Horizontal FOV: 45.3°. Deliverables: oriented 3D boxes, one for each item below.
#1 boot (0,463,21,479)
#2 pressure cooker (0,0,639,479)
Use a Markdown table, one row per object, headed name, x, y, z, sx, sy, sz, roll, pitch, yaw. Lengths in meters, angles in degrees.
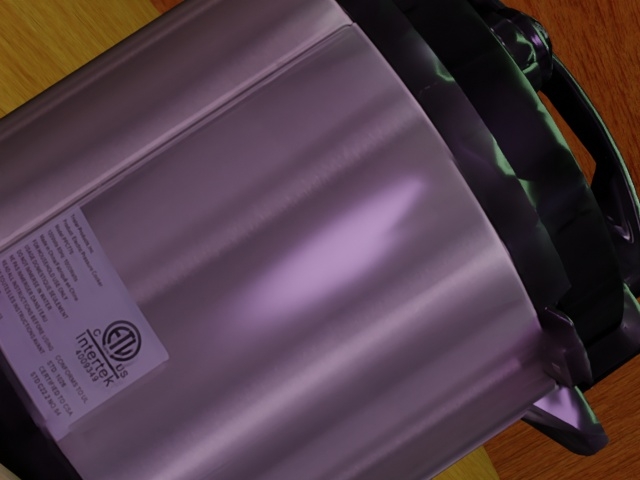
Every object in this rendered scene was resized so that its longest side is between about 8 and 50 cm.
| name | x | y | z | sx | sy | sz | roll | pitch | yaw |
| --- | --- | --- | --- | --- | --- | --- | --- | --- | --- |
| boot | -0.212 | 0.112 | 0.266 | 0.197 | 0.073 | 0.152 | 34 | 36 | -12 |
| pressure cooker | 0.000 | 0.000 | 0.538 | 0.370 | 0.420 | 0.375 | 57 | -2 | -29 |
